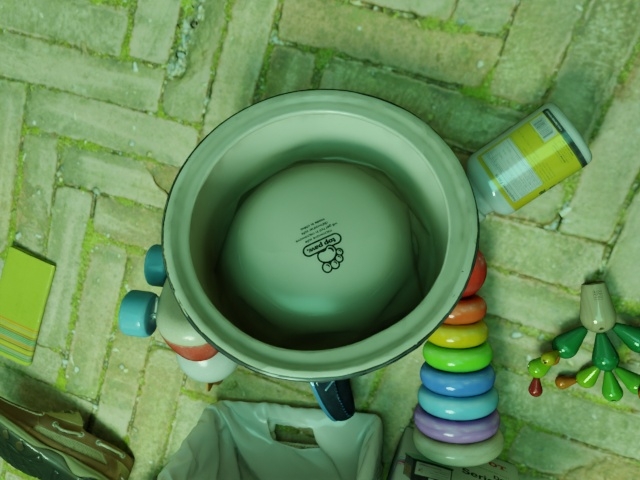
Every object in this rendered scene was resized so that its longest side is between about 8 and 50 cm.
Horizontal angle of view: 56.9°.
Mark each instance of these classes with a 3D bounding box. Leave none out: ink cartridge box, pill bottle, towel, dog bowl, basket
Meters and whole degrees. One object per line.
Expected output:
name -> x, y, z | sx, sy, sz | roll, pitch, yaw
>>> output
ink cartridge box -> 0.193, 0.424, 0.893 | 0.201, 0.278, 0.117 | 17, 104, 10
pill bottle -> 0.273, -0.101, 0.833 | 0.184, 0.103, 0.103 | -36, 92, 20
towel -> -0.592, 0.132, 1.169 | 0.102, 0.021, 0.237 | 23, 107, 3
dog bowl -> 0.000, 0.000, 0.819 | 0.408, 0.150, 0.408 | -1, 67, 3
basket -> -0.074, 0.462, 0.954 | 0.328, 0.331, 0.266 | 1, 109, 15

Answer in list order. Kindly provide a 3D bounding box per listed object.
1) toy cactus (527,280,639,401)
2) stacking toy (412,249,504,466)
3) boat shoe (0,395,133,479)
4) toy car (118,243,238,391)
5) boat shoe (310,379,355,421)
toy cactus -> 0.411, 0.153, 0.870 | 0.219, 0.112, 0.180 | -9, 91, 25
stacking toy -> 0.206, 0.165, 0.908 | 0.141, 0.141, 0.330 | -1, 99, 15
boat shoe -> -0.517, 0.400, 1.162 | 0.324, 0.120, 0.122 | 35, 128, -2
toy car -> -0.186, 0.146, 1.002 | 0.219, 0.210, 0.238 | 5, 133, 5
boat shoe -> 0.018, 0.175, 0.970 | 0.089, 0.109, 0.258 | -16, 101, 15
